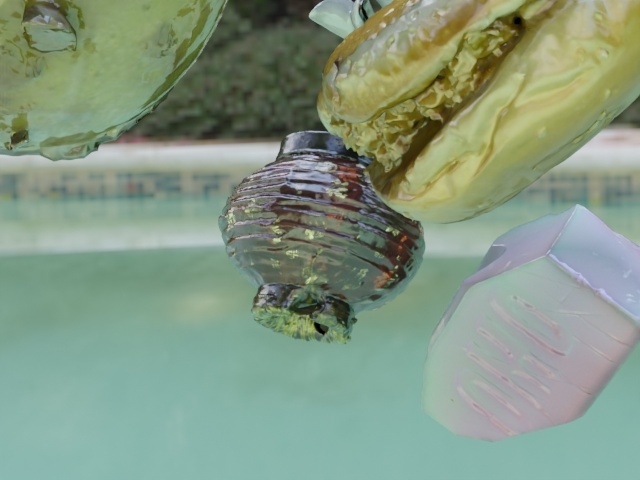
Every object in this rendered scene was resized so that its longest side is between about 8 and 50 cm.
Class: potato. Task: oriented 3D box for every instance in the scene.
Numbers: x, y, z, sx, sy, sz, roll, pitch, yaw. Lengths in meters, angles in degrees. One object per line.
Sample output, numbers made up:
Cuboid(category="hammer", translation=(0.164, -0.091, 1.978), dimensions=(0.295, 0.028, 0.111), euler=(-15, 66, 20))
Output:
Cuboid(category="potato", translation=(-0.260, -0.296, 1.300), dimensions=(0.442, 0.385, 0.319), euler=(19, -24, -7))

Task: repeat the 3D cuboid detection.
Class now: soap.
Cuboid(category="soap", translation=(0.234, 0.105, 1.938), dimensions=(0.193, 0.324, 0.109), euler=(37, 49, 9))

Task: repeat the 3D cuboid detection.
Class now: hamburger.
Cuboid(category="hamburger", translation=(0.133, -0.137, 1.172), dimensions=(0.318, 0.158, 0.318), euler=(-44, 3, 3))

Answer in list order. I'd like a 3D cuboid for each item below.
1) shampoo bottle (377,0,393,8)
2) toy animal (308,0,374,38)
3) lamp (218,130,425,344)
Cuboid(category="shampoo bottle", translation=(0.184, -0.302, 1.737), dimensions=(0.273, 0.273, 0.266), euler=(-6, 32, -28))
Cuboid(category="toy animal", translation=(0.068, -0.195, 1.894), dimensions=(0.131, 0.182, 0.127), euler=(6, 30, 22))
Cuboid(category="lamp", translation=(0.000, 0.000, 2.013), dimensions=(0.247, 0.247, 0.247), euler=(-2, 6, 0))
